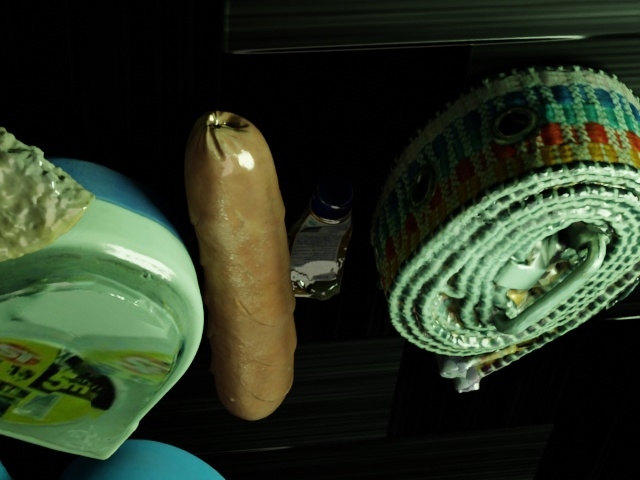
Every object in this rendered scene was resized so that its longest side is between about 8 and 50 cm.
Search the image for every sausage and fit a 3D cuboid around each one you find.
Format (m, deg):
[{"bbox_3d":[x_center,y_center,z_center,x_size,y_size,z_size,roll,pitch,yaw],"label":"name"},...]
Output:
[{"bbox_3d":[-0.068,0.041,1.256,0.088,0.088,0.433,-7,142,-5],"label":"sausage"}]

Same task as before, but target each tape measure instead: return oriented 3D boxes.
[{"bbox_3d":[-0.231,0.059,1.199,0.259,0.138,0.262,23,131,-36],"label":"tape measure"}]

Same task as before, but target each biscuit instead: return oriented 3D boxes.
[{"bbox_3d":[-0.304,-0.055,1.036,0.250,0.032,0.133,34,112,-13],"label":"biscuit"}]

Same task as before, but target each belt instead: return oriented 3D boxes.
[{"bbox_3d":[0.160,-0.004,1.193,0.207,0.160,0.295,25,129,-36],"label":"belt"}]

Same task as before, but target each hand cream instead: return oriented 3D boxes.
[{"bbox_3d":[0.000,0.000,1.264,0.062,0.039,0.163,-2,146,-13],"label":"hand cream"}]

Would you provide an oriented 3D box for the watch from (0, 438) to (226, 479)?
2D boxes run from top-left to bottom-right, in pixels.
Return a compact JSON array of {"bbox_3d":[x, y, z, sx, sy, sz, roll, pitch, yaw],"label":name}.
[{"bbox_3d":[-0.228,0.316,1.475,0.275,0.241,0.305,-24,107,20],"label":"watch"}]
